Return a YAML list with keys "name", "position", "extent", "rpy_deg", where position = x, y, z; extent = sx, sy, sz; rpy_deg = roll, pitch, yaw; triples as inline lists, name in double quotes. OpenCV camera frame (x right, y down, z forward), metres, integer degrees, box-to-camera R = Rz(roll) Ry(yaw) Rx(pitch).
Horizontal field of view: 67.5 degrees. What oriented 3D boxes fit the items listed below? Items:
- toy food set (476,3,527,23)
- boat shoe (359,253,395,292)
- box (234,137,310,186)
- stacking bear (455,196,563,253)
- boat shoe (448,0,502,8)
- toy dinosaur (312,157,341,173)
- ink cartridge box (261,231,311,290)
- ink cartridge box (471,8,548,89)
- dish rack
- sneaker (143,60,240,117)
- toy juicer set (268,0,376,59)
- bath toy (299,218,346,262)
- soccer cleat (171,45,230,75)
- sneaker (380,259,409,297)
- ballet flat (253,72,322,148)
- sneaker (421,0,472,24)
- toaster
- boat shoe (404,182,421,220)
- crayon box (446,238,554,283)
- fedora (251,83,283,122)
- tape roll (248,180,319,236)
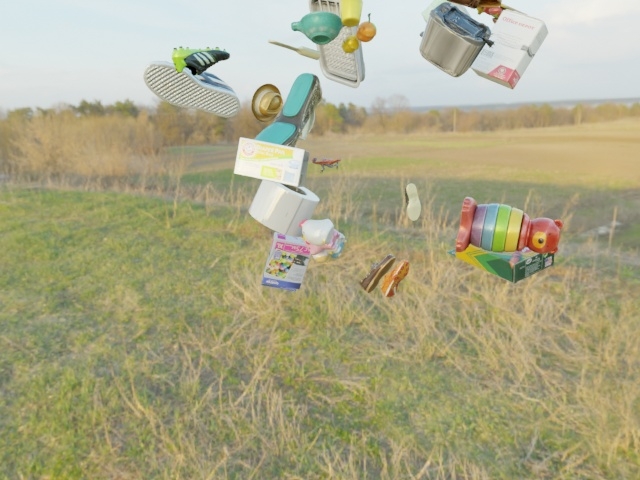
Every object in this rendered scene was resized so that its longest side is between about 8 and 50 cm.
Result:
- name: "toy food set"
  position: [0.647, -0.859, 1.797]
  extent: [0.128, 0.071, 0.218]
  rpy_deg: [1, 37, -33]
- name: "boat shoe"
  position: [0.245, 0.135, 2.105]
  extent: [0.073, 0.207, 0.073]
  rpy_deg: [12, 31, -53]
- name: "box"
  position: [-0.146, -0.237, 1.457]
  extent: [0.203, 0.114, 0.103]
  rpy_deg: [12, 8, 7]
- name: "stacking bear"
  position: [0.588, -0.031, 1.488]
  extent: [0.288, 0.176, 0.164]
  rpy_deg: [11, 14, 22]
- name: "boat shoe"
  position: [0.437, -0.697, 1.366]
  extent: [0.177, 0.060, 0.064]
  rpy_deg: [-3, -19, -11]
- name: "toy dinosaur"
  position: [0.016, -0.251, 1.513]
  extent: [0.082, 0.047, 0.090]
  rpy_deg: [10, -25, -9]
- name: "ink cartridge box"
  position: [-0.160, 0.119, 2.230]
  extent: [0.185, 0.311, 0.065]
  rpy_deg: [11, 33, -14]
- name: "ink cartridge box"
  position: [0.651, -0.660, 1.656]
  extent: [0.158, 0.218, 0.092]
  rpy_deg: [39, 18, 33]
- name: "dish rack"
  position: [0.077, -0.784, 1.868]
  extent: [0.072, 0.333, 0.285]
  rpy_deg: [-29, 40, -21]
- name: "sneaker"
  position: [-0.428, -0.505, 1.581]
  extent: [0.321, 0.126, 0.127]
  rpy_deg: [16, 30, -35]
- name: "toy juicer set"
  position: [0.024, -0.657, 1.506]
  extent: [0.328, 0.090, 0.209]
  rpy_deg: [-3, -6, 36]
- name: "bath toy"
  position: [0.000, 0.000, 1.860]
  extent: [0.129, 0.151, 0.348]
  rpy_deg: [23, -8, 16]
- name: "soccer cleat"
  position: [-0.325, -0.491, 1.314]
  extent: [0.060, 0.072, 0.178]
  rpy_deg: [11, 23, 44]
- name: "sneaker"
  position: [0.261, 0.129, 1.723]
  extent: [0.064, 0.175, 0.067]
  rpy_deg: [-2, 44, -36]
- name: "ballet flat"
  position: [-0.116, -0.451, 1.933]
  extent: [0.164, 0.483, 0.182]
  rpy_deg: [17, -22, 32]
- name: "sneaker"
  position: [0.490, -0.815, 1.820]
  extent: [0.151, 0.256, 0.094]
  rpy_deg: [-31, 41, 33]
- name: "toaster"
  position: [0.418, -0.616, 1.492]
  extent: [0.227, 0.146, 0.129]
  rpy_deg: [37, 56, 9]
- name: "boat shoe"
  position: [0.327, -0.137, 1.700]
  extent: [0.048, 0.133, 0.042]
  rpy_deg: [-9, 8, 4]
- name: "crayon box"
  position: [0.628, 0.033, 1.704]
  extent: [0.202, 0.081, 0.318]
  rpy_deg: [-19, 25, -24]
- name: "fedora"
  position: [-0.241, -0.655, 2.301]
  extent: [0.079, 0.194, 0.194]
  rpy_deg: [23, 28, 40]
- name: "tape roll"
  position: [-0.148, -0.144, 1.943]
  extent: [0.246, 0.169, 0.246]
  rpy_deg: [26, 15, -7]
